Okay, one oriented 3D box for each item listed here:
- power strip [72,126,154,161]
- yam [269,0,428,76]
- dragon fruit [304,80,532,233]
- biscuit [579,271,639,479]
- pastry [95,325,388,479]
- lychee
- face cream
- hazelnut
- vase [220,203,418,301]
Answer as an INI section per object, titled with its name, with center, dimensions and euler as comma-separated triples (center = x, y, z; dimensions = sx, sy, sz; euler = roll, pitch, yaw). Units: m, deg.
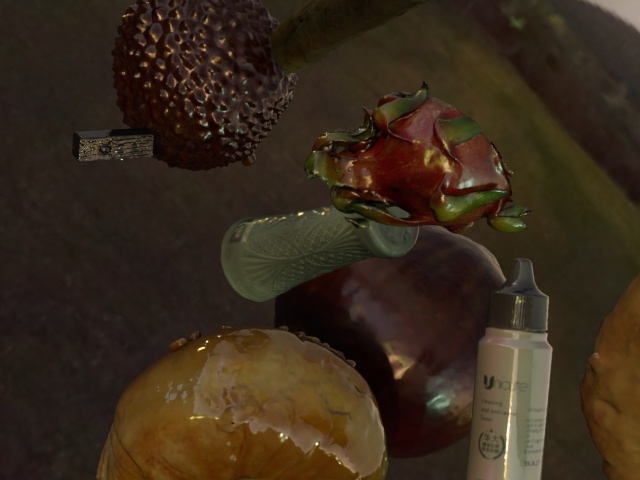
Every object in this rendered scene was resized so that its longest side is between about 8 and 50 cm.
[power strip]
center = -0.282, -0.130, 1.525
dimensions = 0.111, 0.038, 0.029
euler = -8, 29, -29
[yam]
center = 0.030, -0.285, 1.406
dimensions = 0.083, 0.083, 0.371
euler = 42, -22, -16
[dragon fruit]
center = 0.075, -0.057, 0.925
dimensions = 0.142, 0.175, 0.138
euler = -109, -174, -50
[biscuit]
center = 0.444, 0.152, 0.923
dimensions = 0.446, 0.429, 0.104
euler = 17, 39, 10
[pastry]
center = -0.107, 0.289, 1.523
dimensions = 0.409, 0.409, 0.245
euler = 37, 21, -28
[lychee]
center = -0.172, -0.239, 1.652
dimensions = 0.276, 0.276, 0.304
euler = -101, 165, -61
[face cream]
center = 0.227, 0.177, 1.327
dimensions = 0.092, 0.311, 0.092
euler = 6, 0, 0
[hazelnut]
center = 0.127, 0.165, 1.905
dimensions = 0.429, 0.402, 0.402
euler = 37, 9, 33
[vase]
center = 0.000, 0.000, 1.172
dimensions = 0.096, 0.219, 0.096
euler = 15, 68, -41
